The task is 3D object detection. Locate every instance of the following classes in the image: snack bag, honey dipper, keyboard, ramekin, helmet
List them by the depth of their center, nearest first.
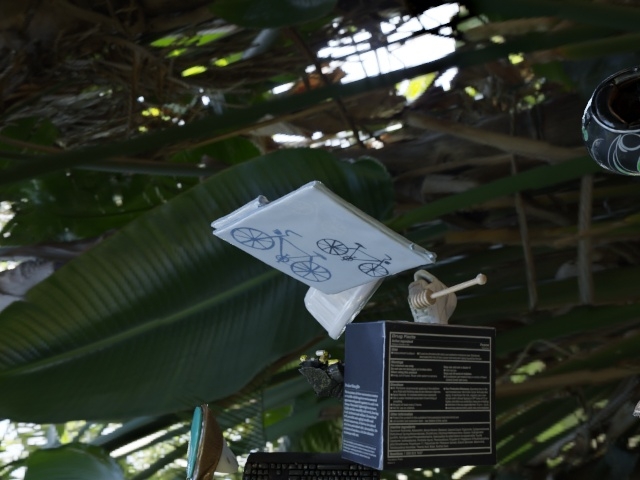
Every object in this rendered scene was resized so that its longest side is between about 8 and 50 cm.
[{"bbox_3d":[0.513,-0.183,1.137,0.161,0.169,0.170,45,-137,-53],"label":"helmet"},{"bbox_3d":[0.229,0.089,1.256,0.030,0.160,0.031,18,-120,-34],"label":"honey dipper"},{"bbox_3d":[0.000,0.000,1.371,0.323,0.342,0.037,31,-122,-28],"label":"snack bag"},{"bbox_3d":[-0.020,0.578,1.573,0.033,0.316,0.202,141,132,-76],"label":"keyboard"},{"bbox_3d":[0.071,0.107,1.776,0.127,0.273,0.273,36,-148,8],"label":"ramekin"}]

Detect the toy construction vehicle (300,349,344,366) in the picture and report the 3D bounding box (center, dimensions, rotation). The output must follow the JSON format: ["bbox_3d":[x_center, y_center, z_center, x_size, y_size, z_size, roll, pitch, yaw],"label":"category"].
[{"bbox_3d":[0.006,0.322,1.840,0.098,0.085,0.035,45,-134,-44],"label":"toy construction vehicle"}]

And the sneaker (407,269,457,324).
[{"bbox_3d":[0.266,0.196,1.799,0.152,0.114,0.305,47,-150,-19],"label":"sneaker"}]

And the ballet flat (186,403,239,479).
[{"bbox_3d":[-0.251,0.532,1.551,0.124,0.116,0.343,13,-91,-16],"label":"ballet flat"}]

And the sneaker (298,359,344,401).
[{"bbox_3d":[0.027,0.333,1.605,0.170,0.089,0.051,59,-164,-25],"label":"sneaker"}]

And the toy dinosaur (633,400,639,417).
[{"bbox_3d":[0.755,0.343,1.398,0.200,0.127,0.296,-5,-139,-43],"label":"toy dinosaur"}]

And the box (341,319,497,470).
[{"bbox_3d":[0.214,0.327,1.524,0.296,0.182,0.294,7,-100,-26],"label":"box"}]
